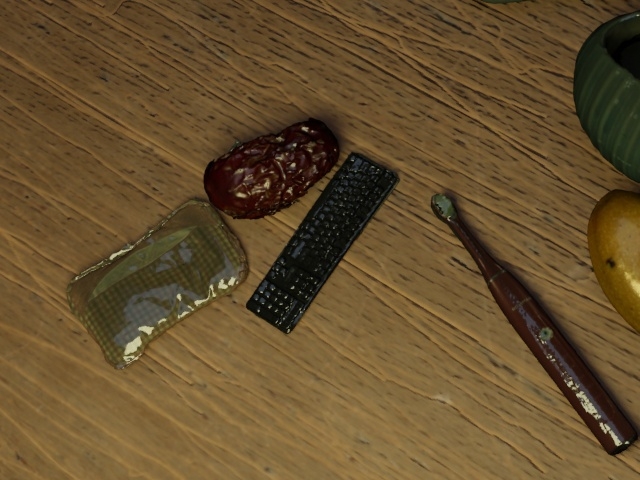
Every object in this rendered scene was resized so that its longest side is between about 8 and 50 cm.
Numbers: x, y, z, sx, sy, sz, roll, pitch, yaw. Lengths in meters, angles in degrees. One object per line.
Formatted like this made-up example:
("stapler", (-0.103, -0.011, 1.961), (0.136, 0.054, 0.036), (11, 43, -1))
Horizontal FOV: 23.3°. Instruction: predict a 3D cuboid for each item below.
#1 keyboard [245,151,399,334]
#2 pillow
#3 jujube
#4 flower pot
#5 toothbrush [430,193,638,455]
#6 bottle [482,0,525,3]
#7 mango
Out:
("keyboard", (0.000, 0.000, 1.825), (0.072, 0.023, 0.231), (32, 82, 23))
("pillow", (-0.193, 0.048, 1.849), (0.211, 0.034, 0.135), (-37, 66, -2))
("jujube", (-0.054, -0.080, 1.824), (0.166, 0.104, 0.104), (-24, 68, 3))
("flower pot", (0.389, -0.147, 1.702), (0.189, 0.157, 0.243), (-37, 59, -21))
("toothbrush", (0.232, 0.086, 1.734), (0.041, 0.041, 0.364), (-35, 68, 0))
("bottle", (0.296, -0.332, 1.839), (0.254, 0.079, 0.096), (-5, 33, 11))
("mango", (0.423, 0.047, 1.662), (0.295, 0.120, 0.177), (21, 85, 21))
